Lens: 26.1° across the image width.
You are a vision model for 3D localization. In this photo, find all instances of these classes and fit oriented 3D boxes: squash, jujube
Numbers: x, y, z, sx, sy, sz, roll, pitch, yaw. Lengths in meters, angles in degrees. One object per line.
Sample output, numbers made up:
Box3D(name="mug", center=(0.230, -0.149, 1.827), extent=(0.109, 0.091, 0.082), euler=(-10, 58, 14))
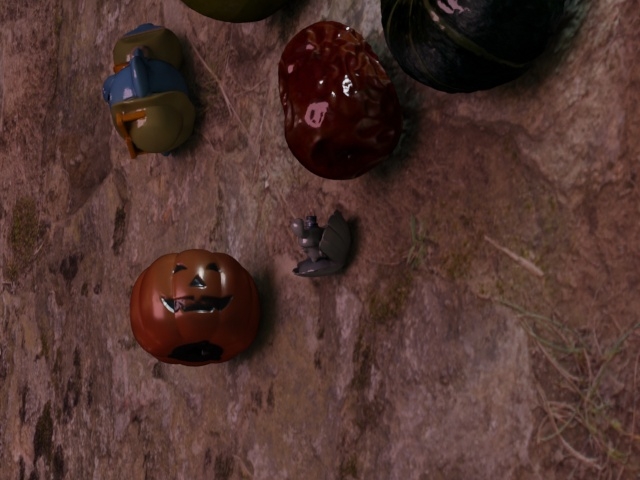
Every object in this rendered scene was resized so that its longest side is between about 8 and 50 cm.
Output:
Box3D(name="squash", center=(0.172, -0.291, 1.560), extent=(0.252, 0.165, 0.252), euler=(-20, 67, 57))
Box3D(name="jujube", center=(0.018, -0.185, 1.786), extent=(0.155, 0.155, 0.230), euler=(-55, 39, 34))

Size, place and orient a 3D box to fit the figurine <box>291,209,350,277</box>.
Box3D(name="figurine", center=(0.000, 0.000, 1.833), extent=(0.082, 0.094, 0.086), euler=(0, 114, 21))

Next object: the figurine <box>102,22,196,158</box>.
Box3D(name="figurine", center=(-0.283, -0.246, 2.294), extent=(0.262, 0.154, 0.180), euler=(-99, 24, -55))

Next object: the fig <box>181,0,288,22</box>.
Box3D(name="fig", center=(-0.114, -0.425, 2.005), extent=(0.225, 0.203, 0.203), euler=(-16, 68, 62))

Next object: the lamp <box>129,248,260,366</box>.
Box3D(name="lamp", center=(-0.180, 0.090, 1.988), extent=(0.187, 0.187, 0.164), euler=(-35, 50, 48))
